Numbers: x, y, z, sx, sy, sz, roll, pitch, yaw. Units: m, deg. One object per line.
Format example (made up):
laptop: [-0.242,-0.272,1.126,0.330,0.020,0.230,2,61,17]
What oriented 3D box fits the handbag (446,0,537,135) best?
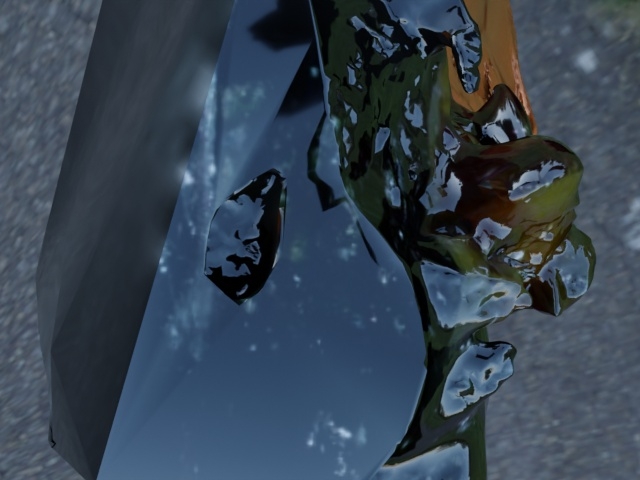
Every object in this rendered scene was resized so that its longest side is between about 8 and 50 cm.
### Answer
handbag: [0.021,-0.218,1.017,0.116,0.410,0.304,-11,69,21]

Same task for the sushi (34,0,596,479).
sushi: [0.000,0.000,0.666,0.212,0.227,0.215,18,87,-18]
